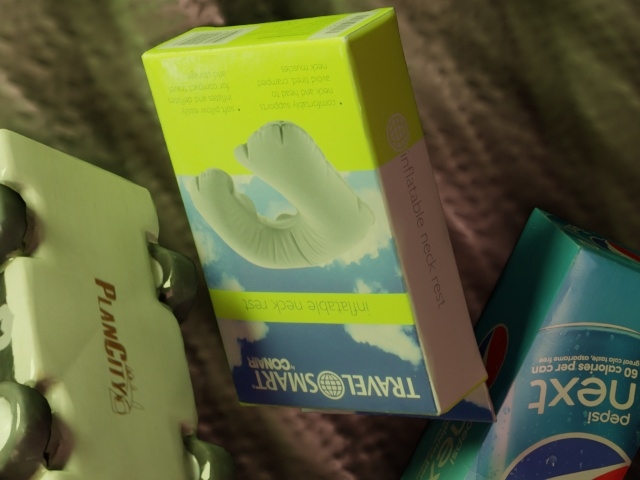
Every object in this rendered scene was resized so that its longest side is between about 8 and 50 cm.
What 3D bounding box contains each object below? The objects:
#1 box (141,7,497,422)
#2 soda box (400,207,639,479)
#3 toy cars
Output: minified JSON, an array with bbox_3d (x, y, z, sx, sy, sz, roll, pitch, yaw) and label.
[{"bbox_3d":[0.000,0.000,0.771,0.042,0.109,0.178,-34,115,-46],"label":"box"},{"bbox_3d":[0.084,0.098,0.828,0.067,0.071,0.210,22,100,-15],"label":"soda box"},{"bbox_3d":[-0.038,0.139,0.716,0.087,0.176,0.393,-40,87,28],"label":"toy cars"}]
